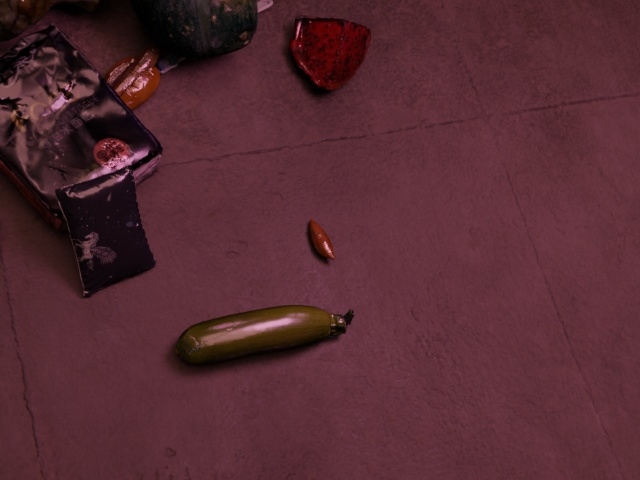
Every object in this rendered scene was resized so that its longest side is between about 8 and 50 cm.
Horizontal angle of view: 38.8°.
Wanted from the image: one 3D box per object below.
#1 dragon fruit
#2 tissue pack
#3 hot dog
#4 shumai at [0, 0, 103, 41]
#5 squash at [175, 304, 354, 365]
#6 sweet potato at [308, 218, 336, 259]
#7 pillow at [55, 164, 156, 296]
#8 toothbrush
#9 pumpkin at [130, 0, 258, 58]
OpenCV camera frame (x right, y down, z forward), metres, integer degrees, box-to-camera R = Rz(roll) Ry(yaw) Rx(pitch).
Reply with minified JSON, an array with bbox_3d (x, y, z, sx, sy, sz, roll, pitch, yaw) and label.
[{"bbox_3d":[0.016,-0.377,1.843,0.127,0.121,0.161,12,90,-54],"label":"dragon fruit"},{"bbox_3d":[-0.470,-0.200,1.600,0.245,0.123,0.332,-39,83,-27],"label":"tissue pack"},{"bbox_3d":[-0.349,-0.304,1.708,0.140,0.060,0.090,-41,85,-23],"label":"hot dog"},{"bbox_3d":[-0.511,-0.531,1.658,0.263,0.309,0.304,-18,87,-51],"label":"shumai"},{"bbox_3d":[-0.090,0.159,1.588,0.332,0.087,0.087,-7,71,-20],"label":"squash"},{"bbox_3d":[0.000,0.000,1.706,0.034,0.034,0.095,-18,64,-22],"label":"sweet potato"},{"bbox_3d":[-0.361,-0.015,1.536,0.141,0.208,0.055,-24,35,-23],"label":"pillow"},{"bbox_3d":[-0.208,-0.414,1.817,0.304,0.030,0.030,-38,83,-28],"label":"toothbrush"},{"bbox_3d":[-0.263,-0.473,1.682,0.197,0.263,0.293,-24,67,-16],"label":"pumpkin"}]
